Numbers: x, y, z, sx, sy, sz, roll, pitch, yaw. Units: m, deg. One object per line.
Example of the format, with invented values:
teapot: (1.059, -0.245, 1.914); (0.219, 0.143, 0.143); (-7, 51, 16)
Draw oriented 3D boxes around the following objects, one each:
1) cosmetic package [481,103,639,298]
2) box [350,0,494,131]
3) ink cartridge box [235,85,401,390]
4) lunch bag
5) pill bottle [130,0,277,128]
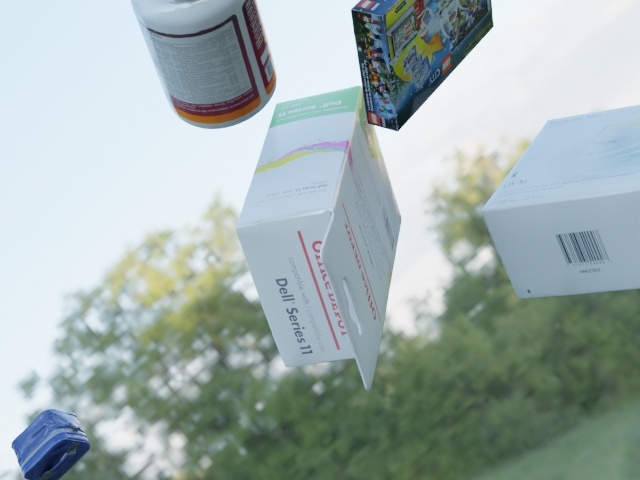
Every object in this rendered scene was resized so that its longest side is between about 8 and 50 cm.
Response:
cosmetic package: (0.353, -0.054, 1.812); (0.224, 0.138, 0.224); (-8, 28, 38)
box: (0.122, -0.257, 1.730); (0.233, 0.044, 0.159); (-48, -37, -36)
ink cartridge box: (0.000, 0.000, 1.725); (0.119, 0.207, 0.353); (-9, 32, 15)
lunch bag: (-0.350, 0.272, 1.968); (0.098, 0.065, 0.067); (-45, -35, 19)
pill bottle: (-0.121, -0.224, 1.493); (0.121, 0.121, 0.221); (-39, -35, -18)
